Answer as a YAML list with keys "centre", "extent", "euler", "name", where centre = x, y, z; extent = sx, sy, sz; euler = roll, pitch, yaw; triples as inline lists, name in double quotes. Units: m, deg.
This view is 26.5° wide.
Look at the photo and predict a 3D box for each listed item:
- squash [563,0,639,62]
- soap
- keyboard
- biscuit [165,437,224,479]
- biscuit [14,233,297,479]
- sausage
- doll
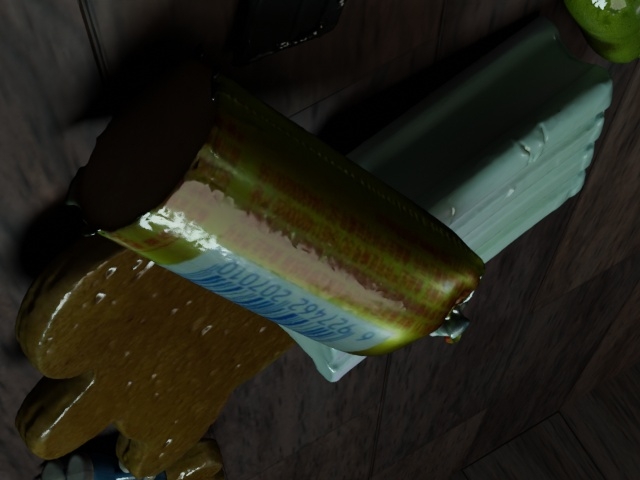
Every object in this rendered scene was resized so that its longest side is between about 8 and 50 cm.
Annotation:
- centre: [0.229, -0.178, 1.056]
  extent: [0.066, 0.066, 0.201]
  euler: [-36, 161, 10]
  name: "squash"
- centre: [0.090, -0.032, 1.075]
  extent: [0.289, 0.095, 0.173]
  euler: [-37, 158, -17]
  name: "soap"
- centre: [0.005, -0.185, 0.759]
  extent: [0.087, 0.017, 0.250]
  euler: [-24, 160, -27]
  name: "keyboard"
- centre: [-0.240, 0.311, 1.544]
  extent: [0.301, 0.043, 0.278]
  euler: [-14, 155, -41]
  name: "biscuit"
- centre: [-0.125, 0.061, 1.081]
  extent: [0.283, 0.064, 0.432]
  euler: [-44, 160, -1]
  name: "biscuit"
- centre: [0.001, -0.002, 0.876]
  extent: [0.317, 0.117, 0.125]
  euler: [29, 101, -39]
  name: "sausage"
- centre: [-0.212, 0.246, 1.376]
  extent: [0.114, 0.085, 0.152]
  euler: [-16, 159, 24]
  name: "doll"
